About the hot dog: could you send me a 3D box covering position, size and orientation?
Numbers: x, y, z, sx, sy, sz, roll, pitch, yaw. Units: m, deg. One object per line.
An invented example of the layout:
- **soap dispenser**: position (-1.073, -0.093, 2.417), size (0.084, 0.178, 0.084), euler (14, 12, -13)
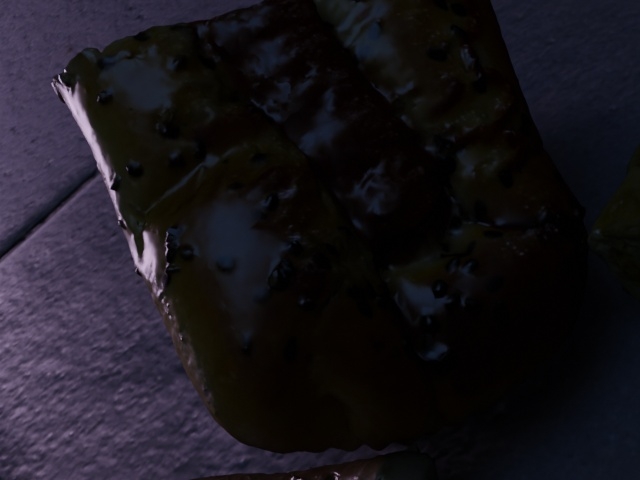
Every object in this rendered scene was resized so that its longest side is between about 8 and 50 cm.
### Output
- **hot dog**: position (0.021, -0.018, 1.196), size (0.367, 0.196, 0.366), euler (-17, 78, -15)

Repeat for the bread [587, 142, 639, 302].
- **bread**: position (0.334, -0.069, 1.186), size (0.152, 0.130, 0.268), euler (31, 71, 9)

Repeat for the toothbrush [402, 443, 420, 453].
- **toothbrush**: position (0.009, 0.274, 1.219), size (0.026, 0.022, 0.263), euler (26, 72, 36)

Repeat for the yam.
- **yam**: position (-0.056, 0.225, 1.252), size (0.356, 0.081, 0.081), euler (-16, 45, 40)
